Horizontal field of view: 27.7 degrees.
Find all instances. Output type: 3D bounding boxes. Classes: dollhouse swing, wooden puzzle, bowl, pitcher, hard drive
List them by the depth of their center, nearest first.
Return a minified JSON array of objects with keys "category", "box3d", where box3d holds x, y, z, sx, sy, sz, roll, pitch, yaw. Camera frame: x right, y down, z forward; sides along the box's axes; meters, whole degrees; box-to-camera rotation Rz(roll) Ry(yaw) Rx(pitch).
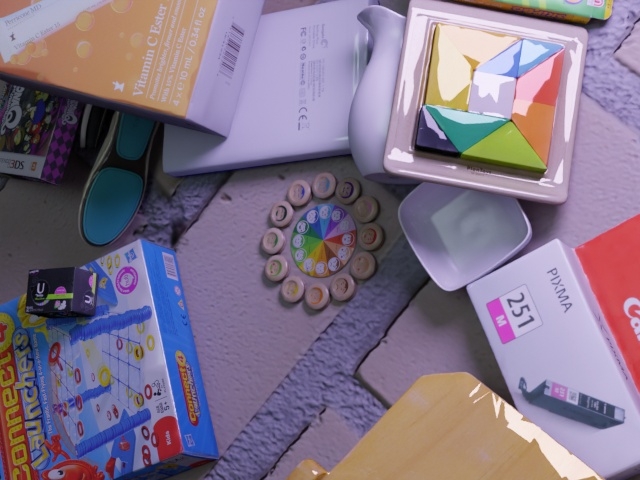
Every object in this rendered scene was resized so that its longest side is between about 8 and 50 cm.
[{"category":"dollhouse swing","box3d":[0.141,0.384,1.465,0.305,0.315,0.347,-37,55,-25]},{"category":"wooden puzzle","box3d":[0.198,-0.171,1.533,0.221,0.044,0.238,10,73,-1]},{"category":"bowl","box3d":[0.179,-0.020,1.570,0.142,0.053,0.142,-36,68,18]},{"category":"pitcher","box3d":[0.125,-0.176,1.612,0.178,0.125,0.207,4,83,-1]},{"category":"hard drive","box3d":[-0.070,-0.206,1.770,0.319,0.040,0.210,-5,76,29]}]

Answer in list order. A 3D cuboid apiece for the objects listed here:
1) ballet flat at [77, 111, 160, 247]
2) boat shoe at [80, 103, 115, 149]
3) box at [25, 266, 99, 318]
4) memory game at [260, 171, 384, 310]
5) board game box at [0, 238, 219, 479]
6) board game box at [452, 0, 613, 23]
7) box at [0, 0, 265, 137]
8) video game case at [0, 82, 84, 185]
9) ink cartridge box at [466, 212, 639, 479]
[{"category":"ballet flat","box3d":[-0.285,-0.110,1.853,0.086,0.086,0.248,24,93,32]},{"category":"boat shoe","box3d":[-0.289,-0.232,1.879,0.079,0.084,0.233,22,103,-10]},{"category":"box","box3d":[-0.349,0.071,1.753,0.083,0.052,0.062,-5,76,30]},{"category":"memory game","box3d":[0.000,0.000,1.696,0.186,0.012,0.186,-8,74,28]},{"category":"board game box","box3d":[-0.313,0.197,1.784,0.302,0.086,0.308,-24,67,23]},{"category":"board game box","box3d":[0.230,-0.342,1.576,0.259,0.039,0.124,10,82,3]},{"category":"box","box3d":[-0.276,-0.287,1.725,0.345,0.168,0.215,15,90,15]},{"category":"video game case","box3d":[-0.418,-0.203,1.933,0.210,0.042,0.232,11,83,51]},{"category":"ink cartridge box","box3d":[0.322,0.121,1.455,0.239,0.060,0.275,-30,65,22]}]
